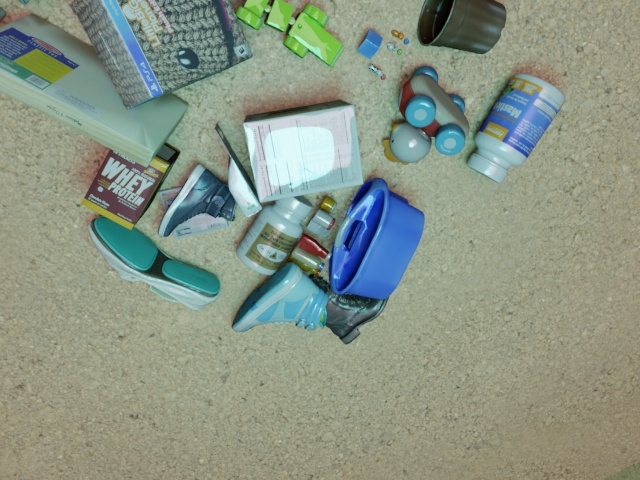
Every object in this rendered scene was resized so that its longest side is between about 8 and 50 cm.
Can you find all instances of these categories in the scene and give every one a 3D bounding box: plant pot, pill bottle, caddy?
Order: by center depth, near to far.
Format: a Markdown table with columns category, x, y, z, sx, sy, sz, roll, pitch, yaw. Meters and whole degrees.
| category | x | y | z | sx | sy | sz | roll | pitch | yaw |
| --- | --- | --- | --- | --- | --- | --- | --- | --- | --- |
| plant pot | 0.357 | -0.549 | 1.181 | 0.165 | 0.167 | 0.166 | 9 | 109 | -18 |
| pill bottle | 0.520 | -0.298 | 1.292 | 0.152 | 0.152 | 0.271 | 26 | 104 | -16 |
| caddy | 0.129 | -0.002 | 1.307 | 0.179 | 0.241 | 0.341 | 18 | 106 | -20 |
| pill bottle | -0.124 | -0.028 | 1.318 | 0.131 | 0.131 | 0.229 | 31 | 103 | -17 |

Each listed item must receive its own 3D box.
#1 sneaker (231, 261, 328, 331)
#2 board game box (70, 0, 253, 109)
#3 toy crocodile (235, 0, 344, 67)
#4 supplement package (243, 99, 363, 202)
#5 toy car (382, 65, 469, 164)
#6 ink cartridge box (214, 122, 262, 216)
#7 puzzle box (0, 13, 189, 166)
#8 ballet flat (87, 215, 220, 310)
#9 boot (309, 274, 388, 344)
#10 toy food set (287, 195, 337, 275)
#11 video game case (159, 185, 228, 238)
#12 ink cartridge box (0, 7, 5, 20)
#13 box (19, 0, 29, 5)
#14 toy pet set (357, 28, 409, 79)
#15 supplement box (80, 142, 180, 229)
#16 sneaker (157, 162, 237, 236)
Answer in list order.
| category | x | y | z | sx | sy | sz | roll | pitch | yaw |
| --- | --- | --- | --- | --- | --- | --- | --- | --- | --- |
| sneaker | -0.106 | 0.219 | 1.380 | 0.208 | 0.127 | 0.319 | 38 | 126 | -17 |
| board game box | -0.338 | -0.460 | 1.048 | 0.291 | 0.141 | 0.231 | -40 | 116 | -35 |
| toy crocodile | -0.094 | -0.544 | 1.157 | 0.341 | 0.105 | 0.115 | 25 | 105 | -20 |
| supplement package | -0.047 | -0.236 | 1.215 | 0.263 | 0.199 | 0.197 | -11 | 111 | -3 |
| toy car | 0.246 | -0.296 | 1.262 | 0.210 | 0.219 | 0.238 | 38 | 130 | -18 |
| ink cartridge box | -0.230 | -0.185 | 1.221 | 0.056 | 0.181 | 0.224 | -31 | 111 | 0 |
| puzzle box | -0.531 | -0.347 | 1.076 | 0.409 | 0.272 | 0.052 | 29 | 125 | -16 |
| ballet flat | -0.477 | 0.086 | 1.328 | 0.400 | 0.139 | 0.139 | 32 | 103 | -18 |
| boot | 0.062 | 0.174 | 1.446 | 0.229 | 0.091 | 0.263 | 39 | 94 | -10 |
| toy food set | 0.000 | 0.000 | 1.345 | 0.105 | 0.111 | 0.232 | 31 | 106 | -4 |
| video game case | -0.353 | -0.088 | 1.327 | 0.157 | 0.019 | 0.143 | -13 | 111 | -2 |
| ink cartridge box | -0.831 | -0.468 | 1.053 | 0.208 | 0.153 | 0.087 | -45 | 108 | 8 |
| box | -0.620 | -0.675 | 0.995 | 0.169 | 0.087 | 0.289 | 34 | 85 | -18 |
| toy pet set | 0.161 | -0.494 | 1.219 | 0.114 | 0.065 | 0.122 | 28 | 104 | -16 |
| supplement box | -0.468 | -0.162 | 1.190 | 0.129 | 0.194 | 0.191 | 31 | 103 | -16 |
| sneaker | -0.323 | -0.070 | 1.280 | 0.163 | 0.086 | 0.226 | 35 | 101 | -14 |
